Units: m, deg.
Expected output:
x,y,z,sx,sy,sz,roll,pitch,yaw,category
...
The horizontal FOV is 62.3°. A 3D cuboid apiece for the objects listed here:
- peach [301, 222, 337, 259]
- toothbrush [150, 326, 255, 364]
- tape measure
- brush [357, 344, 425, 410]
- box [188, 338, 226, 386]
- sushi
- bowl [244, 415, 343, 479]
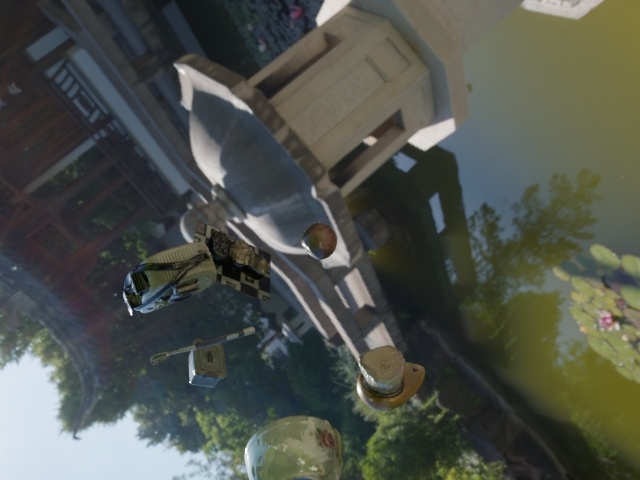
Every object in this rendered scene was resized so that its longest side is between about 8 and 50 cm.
x,y,z,sx,sy,sz,roll,pitch,yaw,category
-0.001,0.001,1.180,0.083,0.083,0.083,46,169,12,peach
-0.316,0.282,1.432,0.026,0.288,0.024,-124,21,-62,toothbrush
-0.435,0.114,1.517,0.133,0.271,0.231,66,159,15,tape measure
0.255,0.461,1.835,0.174,0.266,0.166,48,141,48,brush
-0.423,0.457,1.947,0.124,0.093,0.172,18,-150,-26,box
-0.334,0.057,2.164,0.373,0.100,0.296,27,-144,-25,sushi
-0.065,0.618,1.416,0.277,0.277,0.145,54,-169,-27,bowl
